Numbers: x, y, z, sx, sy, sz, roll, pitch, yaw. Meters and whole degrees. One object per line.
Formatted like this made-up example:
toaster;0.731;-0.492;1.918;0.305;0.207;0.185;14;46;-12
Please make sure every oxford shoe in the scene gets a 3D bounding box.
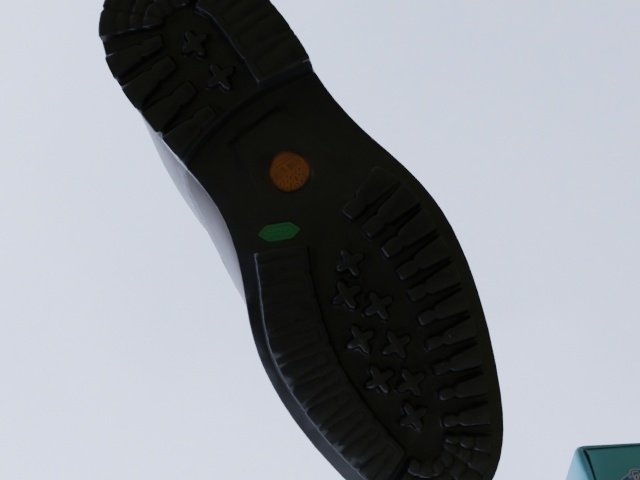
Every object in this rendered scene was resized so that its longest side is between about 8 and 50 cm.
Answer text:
oxford shoe;0.000;0.000;0.668;0.083;0.096;0.227;-27;-100;-3

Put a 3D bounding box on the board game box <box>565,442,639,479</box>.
board game box;0.260;0.233;0.734;0.254;0.079;0.336;-3;-131;-10
